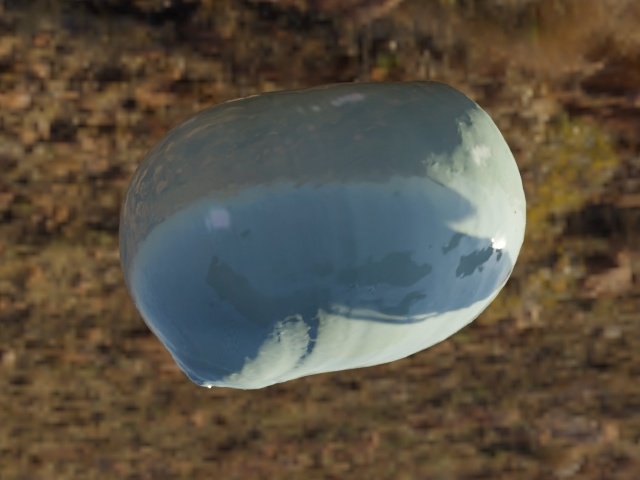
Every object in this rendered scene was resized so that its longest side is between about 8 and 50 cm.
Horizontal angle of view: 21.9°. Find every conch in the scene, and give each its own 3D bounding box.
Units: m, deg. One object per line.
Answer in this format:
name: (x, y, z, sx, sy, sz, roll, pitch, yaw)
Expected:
conch: (-0.002, 0.004, 0.874, 0.221, 0.121, 0.185, -22, 132, 24)
